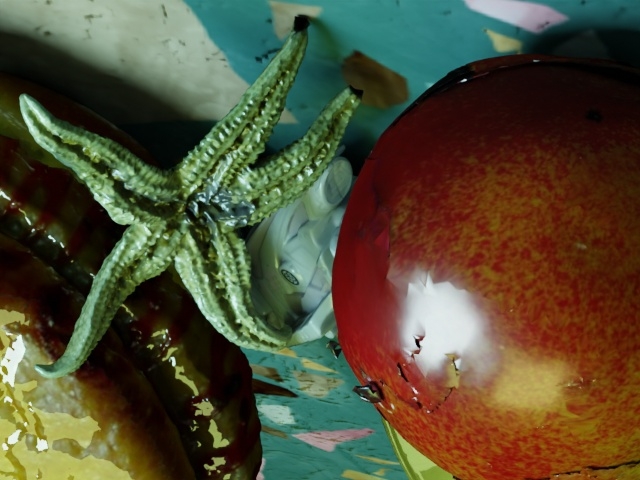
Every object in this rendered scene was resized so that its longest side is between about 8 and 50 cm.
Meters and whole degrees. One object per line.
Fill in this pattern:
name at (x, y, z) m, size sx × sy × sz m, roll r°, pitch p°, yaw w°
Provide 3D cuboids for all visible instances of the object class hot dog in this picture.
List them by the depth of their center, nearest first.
hot dog at (-0.178, 0.049, 0.980) m, size 0.223 × 0.185 × 0.405 m, roll -39°, pitch 104°, yaw 25°

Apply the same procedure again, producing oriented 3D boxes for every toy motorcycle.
toy motorcycle at (0.000, 0.000, 0.991) m, size 0.112 × 0.112 × 0.254 m, roll 26°, pitch 158°, yaw -20°

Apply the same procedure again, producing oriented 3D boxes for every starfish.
starfish at (-0.071, -0.018, 0.868) m, size 0.050 × 0.223 × 0.217 m, roll 39°, pitch 178°, yaw 45°

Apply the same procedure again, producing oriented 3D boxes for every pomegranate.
pomegranate at (0.121, 0.017, 0.789) m, size 0.235 × 0.210 × 0.210 m, roll 1°, pitch 156°, yaw -3°

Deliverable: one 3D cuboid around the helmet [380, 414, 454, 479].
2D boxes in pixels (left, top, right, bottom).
helmet at (0.171, 0.090, 0.998) m, size 0.257 × 0.140 × 0.205 m, roll 4°, pitch 122°, yaw 47°
